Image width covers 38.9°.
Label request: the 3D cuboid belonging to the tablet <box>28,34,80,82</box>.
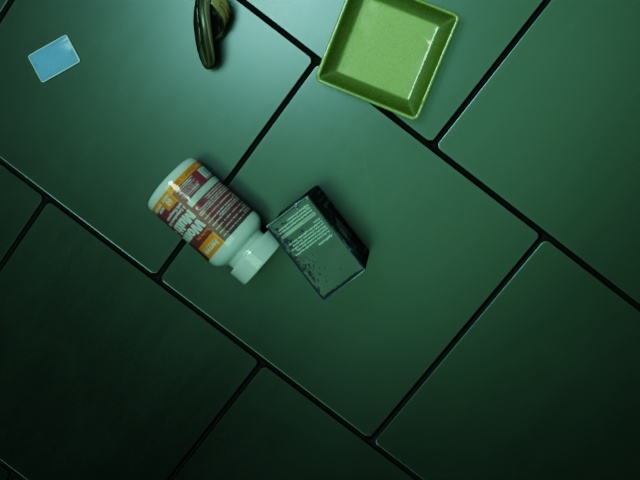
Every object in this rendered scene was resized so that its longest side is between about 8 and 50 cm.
[{"bbox_3d":[-0.475,-0.324,1.617,0.083,0.006,0.054,-26,96,10],"label":"tablet"}]

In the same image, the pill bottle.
[{"bbox_3d":[-0.182,-0.031,1.579,0.221,0.121,0.121,42,102,-2],"label":"pill bottle"}]

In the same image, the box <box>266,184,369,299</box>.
[{"bbox_3d":[0.000,0.000,1.546,0.093,0.156,0.158,-37,95,11],"label":"box"}]

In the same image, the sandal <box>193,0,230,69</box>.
[{"bbox_3d":[-0.183,-0.403,1.540,0.060,0.090,0.219,-2,94,-15],"label":"sandal"}]

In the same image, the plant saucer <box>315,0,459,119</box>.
[{"bbox_3d":[0.112,-0.324,1.528,0.188,0.045,0.188,22,102,2],"label":"plant saucer"}]
